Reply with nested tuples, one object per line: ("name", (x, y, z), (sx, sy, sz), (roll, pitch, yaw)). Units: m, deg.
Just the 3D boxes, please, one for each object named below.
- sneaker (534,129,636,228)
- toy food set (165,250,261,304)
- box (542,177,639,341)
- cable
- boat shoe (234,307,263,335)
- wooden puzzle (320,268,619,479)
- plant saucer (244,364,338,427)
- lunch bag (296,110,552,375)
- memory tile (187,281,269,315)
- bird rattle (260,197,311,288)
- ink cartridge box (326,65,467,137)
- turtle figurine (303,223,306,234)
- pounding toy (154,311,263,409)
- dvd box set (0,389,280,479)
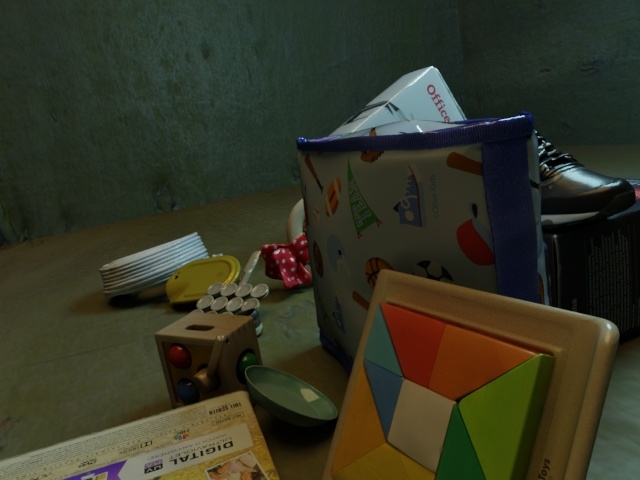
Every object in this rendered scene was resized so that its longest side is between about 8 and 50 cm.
("sneaker", (0.262, -0.095, 0.655), (0.107, 0.124, 0.283), (-17, 16, -20))
("toy food set", (-0.225, 0.100, 1.083), (0.217, 0.071, 0.128), (-8, 41, 19))
("box", (0.350, 0.014, 0.793), (0.312, 0.179, 0.343), (-16, 15, -22))
("cable", (-0.403, 0.060, 1.219), (0.257, 0.089, 0.257), (-13, 8, 40))
("boat shoe", (-0.172, 0.153, 0.841), (0.152, 0.049, 0.056), (-17, 16, -28))
("wooden puzzle", (0.082, 0.142, 0.384), (0.044, 0.221, 0.238), (18, -4, -31))
("plant saucer", (-0.037, 0.184, 0.583), (0.119, 0.021, 0.119), (25, 0, 0))
("lunch bag", (0.129, 0.021, 0.603), (0.238, 0.328, 0.385), (-12, 12, -13))
("memory tile", (-0.177, 0.124, 0.954), (0.147, 0.012, 0.113), (0, 41, 29))
("bird rattle", (0.000, 0.000, 1.076), (0.253, 0.207, 0.143), (0, -5, -2))
("ink cartridge box", (0.190, -0.217, 1.321), (0.394, 0.286, 0.166), (-40, 20, -10))
("turtle figurine", (0.038, -0.103, 1.487), (0.217, 0.087, 0.270), (-32, -14, -24))
("pounding toy", (-0.137, 0.155, 0.634), (0.141, 0.130, 0.100), (-1, 16, 29))
("dvd box set", (-0.157, 0.263, 0.349), (0.307, 0.062, 0.420), (-13, 14, -17))
